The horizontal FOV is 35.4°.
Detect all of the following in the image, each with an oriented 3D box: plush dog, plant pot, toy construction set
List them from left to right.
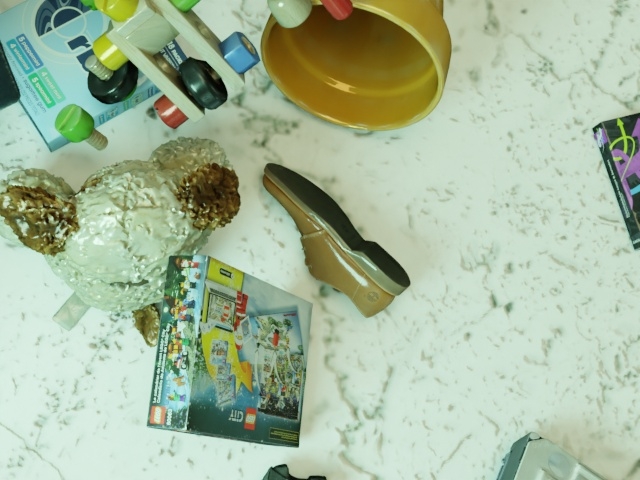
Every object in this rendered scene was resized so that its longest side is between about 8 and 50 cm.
[{"bbox_3d":[-0.194,-0.005,1.000,0.262,0.225,0.211,-13,80,-12],"label":"plush dog"},{"bbox_3d":[-0.155,-0.267,0.954,0.308,0.237,0.258,-8,63,27],"label":"toy construction set"},{"bbox_3d":[0.057,-0.259,1.124,0.205,0.205,0.188,20,60,-4],"label":"plant pot"}]

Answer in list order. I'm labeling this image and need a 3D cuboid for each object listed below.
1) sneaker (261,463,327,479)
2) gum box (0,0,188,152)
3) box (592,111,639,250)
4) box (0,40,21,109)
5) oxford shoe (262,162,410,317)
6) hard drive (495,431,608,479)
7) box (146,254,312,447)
[{"bbox_3d":[-0.003,0.295,1.053,0.152,0.058,0.085,32,83,5],"label":"sneaker"},{"bbox_3d":[-0.265,-0.213,1.130,0.184,0.041,0.157,-33,84,-14],"label":"gum box"},{"bbox_3d":[0.412,-0.079,1.217,0.116,0.029,0.162,-15,82,-12],"label":"box"},{"bbox_3d":[-0.511,-0.370,0.823,0.297,0.480,0.472,-26,58,-15],"label":"box"},{"bbox_3d":[0.000,0.000,1.117,0.212,0.076,0.076,47,115,13],"label":"oxford shoe"},{"bbox_3d":[0.310,0.385,1.037,0.338,0.064,0.237,34,51,0],"label":"hard drive"},{"bbox_3d":[-0.082,0.118,0.997,0.044,0.233,0.159,0,75,25],"label":"box"}]
